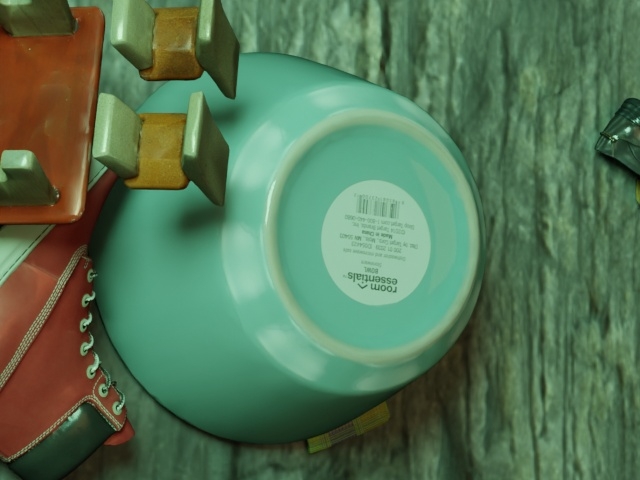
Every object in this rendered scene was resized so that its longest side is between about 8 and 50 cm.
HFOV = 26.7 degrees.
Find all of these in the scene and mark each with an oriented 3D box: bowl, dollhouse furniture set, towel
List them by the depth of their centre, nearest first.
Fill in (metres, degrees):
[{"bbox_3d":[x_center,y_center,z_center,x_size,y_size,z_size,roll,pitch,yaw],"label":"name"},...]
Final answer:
[{"bbox_3d":[-0.182,-0.133,0.884,0.262,0.135,0.259,1,72,9],"label":"dollhouse furniture set"},{"bbox_3d":[0.000,0.000,1.004,0.312,0.163,0.311,2,85,-28],"label":"bowl"},{"bbox_3d":[0.018,0.134,1.105,0.083,0.009,0.060,-21,100,-29],"label":"towel"}]

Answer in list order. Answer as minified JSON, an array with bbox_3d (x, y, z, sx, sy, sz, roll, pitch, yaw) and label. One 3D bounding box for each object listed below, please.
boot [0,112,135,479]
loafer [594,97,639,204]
[{"bbox_3d":[-0.171,0.046,0.947,0.176,0.088,0.244,38,83,-25],"label":"boot"},{"bbox_3d":[0.320,-0.056,1.267,0.061,0.062,0.170,-44,108,0],"label":"loafer"}]
